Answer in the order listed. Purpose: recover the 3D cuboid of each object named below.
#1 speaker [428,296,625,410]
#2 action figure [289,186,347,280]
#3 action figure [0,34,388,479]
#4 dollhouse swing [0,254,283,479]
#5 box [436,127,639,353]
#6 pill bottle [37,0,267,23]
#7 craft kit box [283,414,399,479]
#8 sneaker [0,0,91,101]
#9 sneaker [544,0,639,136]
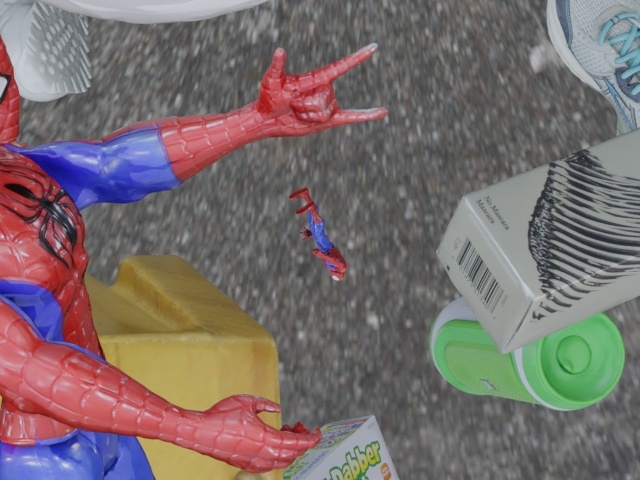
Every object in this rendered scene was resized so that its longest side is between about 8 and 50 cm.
[{"bbox_3d":[0.229,0.123,2.008,0.131,0.296,0.131,0,90,-19],"label":"speaker"},{"bbox_3d":[0.000,0.000,1.668,0.030,0.038,0.115,-31,133,-1],"label":"action figure"},{"bbox_3d":[-0.033,0.057,0.479,0.139,0.091,0.280,-11,118,12],"label":"action figure"},{"bbox_3d":[-0.235,0.130,0.748,0.347,0.305,0.315,-1,87,-28],"label":"dollhouse swing"},{"bbox_3d":[0.241,-0.016,1.429,0.275,0.113,0.094,-22,155,-24],"label":"box"},{"bbox_3d":[-0.062,-0.213,0.592,0.176,0.318,0.176,-4,121,-6],"label":"pill bottle"},{"bbox_3d":[0.011,0.290,1.310,0.061,0.250,0.246,-19,99,31],"label":"craft kit box"},{"bbox_3d":[-0.255,-0.168,1.507,0.095,0.235,0.090,-21,114,5],"label":"sneaker"},{"bbox_3d":[0.328,-0.161,1.724,0.110,0.122,0.283,-38,109,-11],"label":"sneaker"}]
